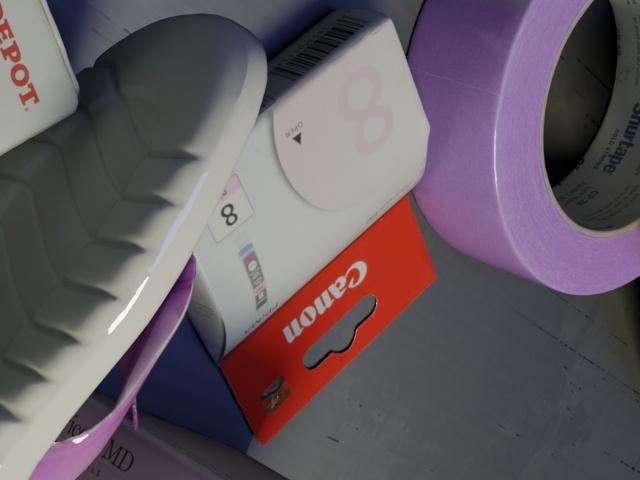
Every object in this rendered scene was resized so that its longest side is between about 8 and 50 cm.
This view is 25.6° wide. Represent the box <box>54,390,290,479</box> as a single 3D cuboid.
[{"bbox_3d":[-0.069,0.182,0.802,0.182,0.181,0.119,32,83,-44],"label":"box"}]

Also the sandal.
[{"bbox_3d":[-0.145,0.072,0.711,0.102,0.169,0.416,29,98,-42],"label":"sandal"}]

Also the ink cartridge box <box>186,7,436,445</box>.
[{"bbox_3d":[0.000,0.000,0.886,0.189,0.066,0.232,-42,125,-24],"label":"ink cartridge box"}]

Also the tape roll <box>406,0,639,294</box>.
[{"bbox_3d":[0.184,-0.105,0.990,0.275,0.090,0.275,-17,118,-37],"label":"tape roll"}]

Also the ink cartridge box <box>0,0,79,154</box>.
[{"bbox_3d":[-0.230,-0.081,0.620,0.208,0.087,0.153,-34,126,-27],"label":"ink cartridge box"}]
